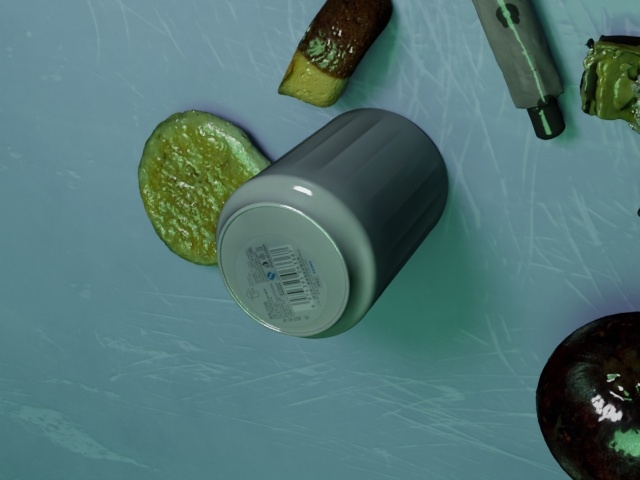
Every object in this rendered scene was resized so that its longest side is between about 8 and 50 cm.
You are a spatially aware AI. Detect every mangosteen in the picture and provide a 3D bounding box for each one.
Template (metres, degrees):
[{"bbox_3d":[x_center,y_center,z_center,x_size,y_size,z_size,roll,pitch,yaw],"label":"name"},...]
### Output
[{"bbox_3d":[0.440,0.239,1.329,0.288,0.288,0.288,12,120,21],"label":"mangosteen"}]

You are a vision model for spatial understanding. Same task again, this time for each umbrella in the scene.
[{"bbox_3d":[0.247,-0.290,1.266,0.073,0.067,0.337,1,120,61],"label":"umbrella"}]

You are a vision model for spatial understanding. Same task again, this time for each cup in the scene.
[{"bbox_3d":[0.000,0.000,1.383,0.236,0.327,0.323,36,127,6],"label":"cup"}]

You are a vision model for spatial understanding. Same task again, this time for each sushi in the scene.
[{"bbox_3d":[0.464,-0.169,1.184,0.290,0.131,0.139,10,118,13],"label":"sushi"}]

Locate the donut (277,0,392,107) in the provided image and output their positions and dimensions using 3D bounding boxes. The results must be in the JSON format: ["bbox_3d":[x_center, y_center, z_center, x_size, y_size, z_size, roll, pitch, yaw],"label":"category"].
[{"bbox_3d":[0.017,-0.265,1.366,0.085,0.141,0.217,33,130,-1],"label":"donut"}]

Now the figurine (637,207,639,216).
[{"bbox_3d":[0.564,0.040,1.207,0.332,0.185,0.204,52,161,-10],"label":"figurine"}]

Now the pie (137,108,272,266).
[{"bbox_3d":[-0.186,-0.083,1.596,0.276,0.078,0.277,10,114,23],"label":"pie"}]
